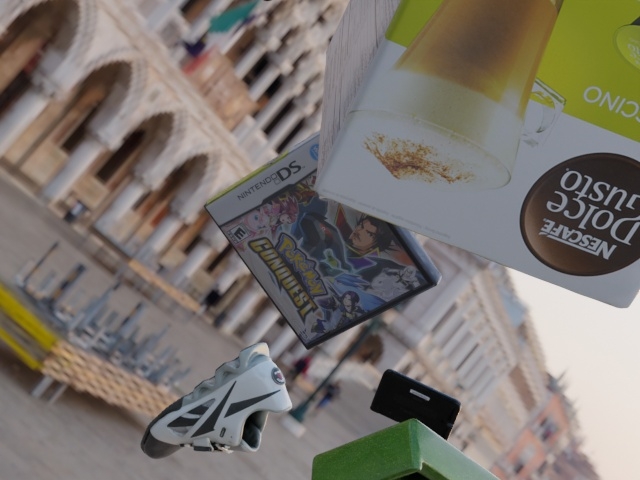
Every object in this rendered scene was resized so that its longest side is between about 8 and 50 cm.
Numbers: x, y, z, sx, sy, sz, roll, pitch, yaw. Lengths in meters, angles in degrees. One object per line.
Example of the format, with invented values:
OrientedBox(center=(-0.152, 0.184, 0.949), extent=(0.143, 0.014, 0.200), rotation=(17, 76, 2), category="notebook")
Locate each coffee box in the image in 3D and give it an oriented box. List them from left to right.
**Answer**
OrientedBox(center=(0.212, -0.195, 1.159), extent=(0.337, 0.334, 0.338), rotation=(21, 30, -10), category="coffee box")

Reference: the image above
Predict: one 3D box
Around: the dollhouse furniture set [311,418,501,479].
OrientedBox(center=(-0.001, 0.293, 0.875), extent=(0.151, 0.301, 0.198), rotation=(35, 41, -37), category="dollhouse furniture set")

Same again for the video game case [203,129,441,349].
OrientedBox(center=(0.000, 0.000, 1.692), extent=(0.275, 0.248, 0.035), rotation=(55, 30, -10), category="video game case")

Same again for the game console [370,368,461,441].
OrientedBox(center=(0.141, 0.244, 1.706), extent=(0.122, 0.107, 0.071), rotation=(24, 23, 11), category="game console")

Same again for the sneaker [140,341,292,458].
OrientedBox(center=(-0.182, 0.322, 2.010), extent=(0.122, 0.330, 0.146), rotation=(-14, 68, -56), category="sneaker")
